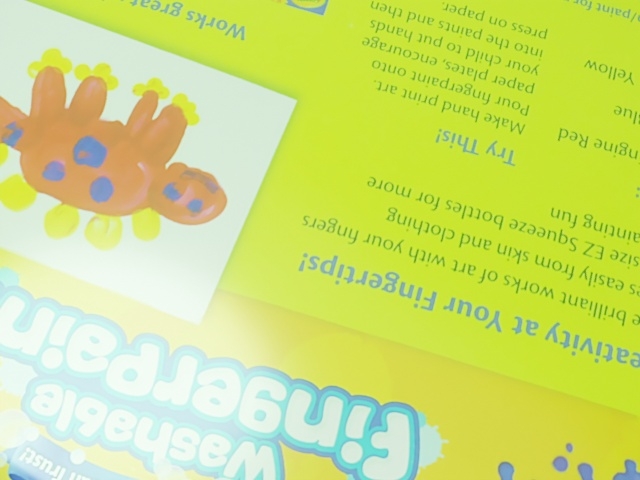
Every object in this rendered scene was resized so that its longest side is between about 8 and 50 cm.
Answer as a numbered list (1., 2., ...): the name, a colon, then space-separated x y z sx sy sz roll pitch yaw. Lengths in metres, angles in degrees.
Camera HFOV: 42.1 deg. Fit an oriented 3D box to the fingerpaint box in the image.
1. fingerpaint box: 0.000 0.000 0.468 0.445 0.163 0.371 16 74 2
